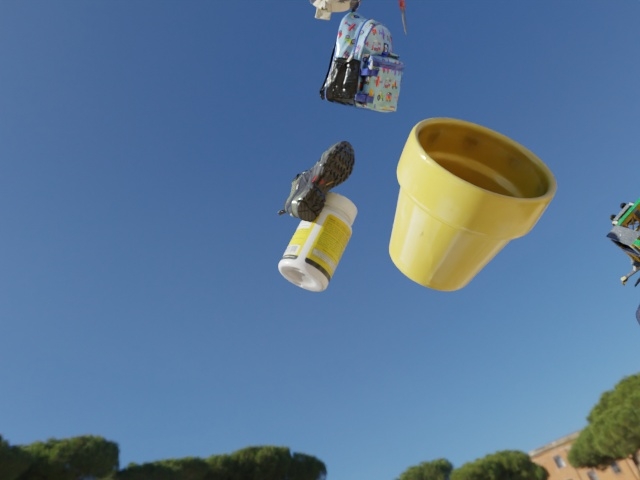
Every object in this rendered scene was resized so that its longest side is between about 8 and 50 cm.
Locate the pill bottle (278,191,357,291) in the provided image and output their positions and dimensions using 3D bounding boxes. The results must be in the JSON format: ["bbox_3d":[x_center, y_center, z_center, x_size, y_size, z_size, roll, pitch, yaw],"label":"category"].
[{"bbox_3d":[0.000,0.000,1.270,0.119,0.208,0.119,22,-24,11],"label":"pill bottle"}]

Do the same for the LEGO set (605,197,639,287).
[{"bbox_3d":[0.794,0.006,1.184,0.192,0.331,0.255,37,-90,-12],"label":"LEGO set"}]

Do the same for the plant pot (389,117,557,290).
[{"bbox_3d":[0.237,-0.050,0.981,0.254,0.254,0.239,0,-50,-25],"label":"plant pot"}]

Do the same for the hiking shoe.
[{"bbox_3d":[-0.013,-0.144,1.272,0.227,0.114,0.086,-53,-52,-22],"label":"hiking shoe"}]

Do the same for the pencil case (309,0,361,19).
[{"bbox_3d":[0.049,-0.735,1.356,0.160,0.184,0.410,6,-18,-1],"label":"pencil case"}]

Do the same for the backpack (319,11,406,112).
[{"bbox_3d":[0.090,-0.340,1.072,0.158,0.117,0.173,-8,-68,-58],"label":"backpack"}]

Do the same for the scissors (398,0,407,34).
[{"bbox_3d":[0.220,-0.639,1.524,0.021,0.109,0.297,-3,-26,11],"label":"scissors"}]

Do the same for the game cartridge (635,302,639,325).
[{"bbox_3d":[0.590,0.138,0.840,0.060,0.294,0.196,-1,-60,-3],"label":"game cartridge"}]
